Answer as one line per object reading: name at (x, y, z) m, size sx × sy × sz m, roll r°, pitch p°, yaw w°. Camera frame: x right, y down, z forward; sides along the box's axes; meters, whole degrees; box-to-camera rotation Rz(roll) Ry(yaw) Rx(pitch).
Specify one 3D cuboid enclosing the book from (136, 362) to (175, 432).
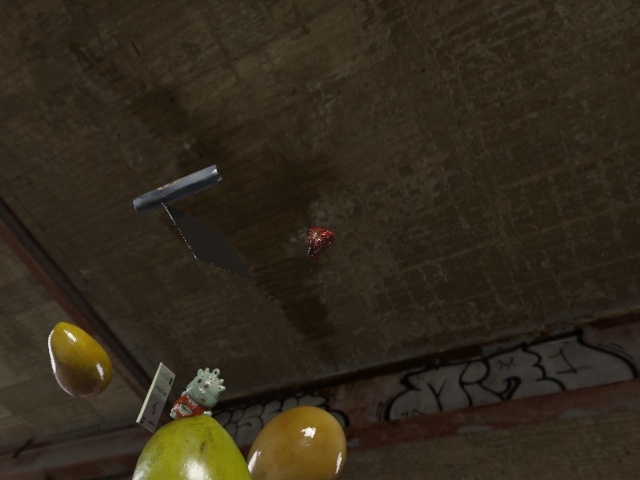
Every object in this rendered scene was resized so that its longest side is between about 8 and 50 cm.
book at (-0.492, 0.472, 1.520) m, size 0.014 × 0.181 × 0.127 m, roll 9°, pitch -31°, yaw 10°

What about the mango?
mango at (-0.854, 0.426, 1.787) m, size 0.211 × 0.173 × 0.317 m, roll 16°, pitch -49°, yaw 29°

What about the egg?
egg at (-0.074, 0.626, 1.459) m, size 0.322 × 0.250 × 0.250 m, roll -38°, pitch -74°, yaw 9°

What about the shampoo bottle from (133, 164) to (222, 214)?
shampoo bottle at (-0.375, -0.134, 1.333) m, size 0.234 × 0.087 × 0.049 m, roll -23°, pitch -70°, yaw -3°

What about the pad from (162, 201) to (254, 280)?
pad at (-0.246, 0.009, 1.143) m, size 0.006 × 0.245 × 0.170 m, roll -41°, pitch -115°, yaw 6°

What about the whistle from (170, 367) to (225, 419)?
whistle at (-0.356, 0.470, 1.411) m, size 0.106 × 0.102 × 0.253 m, roll 35°, pitch -95°, yaw -34°

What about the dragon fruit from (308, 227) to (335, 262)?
dragon fruit at (0.004, 0.000, 1.286) m, size 0.063 × 0.097 × 0.131 m, roll 1°, pitch -15°, yaw 5°

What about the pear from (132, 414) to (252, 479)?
pear at (-0.279, 0.532, 1.098) m, size 0.253 × 0.307 × 0.253 m, roll -14°, pitch -41°, yaw -13°
